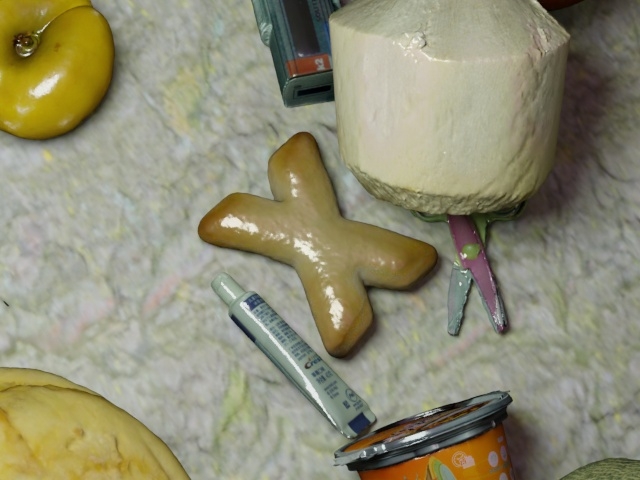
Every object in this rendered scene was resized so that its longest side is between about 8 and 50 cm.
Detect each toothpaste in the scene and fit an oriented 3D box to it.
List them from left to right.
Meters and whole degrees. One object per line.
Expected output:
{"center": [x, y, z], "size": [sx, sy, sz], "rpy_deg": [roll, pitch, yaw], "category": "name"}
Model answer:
{"center": [-0.031, 0.113, 1.614], "size": [0.216, 0.037, 0.062], "rpy_deg": [45, 36, 9], "category": "toothpaste"}

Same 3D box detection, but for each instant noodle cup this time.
{"center": [0.115, 0.232, 1.535], "size": [0.208, 0.177, 0.125], "rpy_deg": [-18, 89, -24], "category": "instant noodle cup"}

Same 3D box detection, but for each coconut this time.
{"center": [0.129, -0.165, 1.599], "size": [0.239, 0.239, 0.244], "rpy_deg": [-5, 112, -8], "category": "coconut"}

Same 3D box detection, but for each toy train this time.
{"center": [-0.053, -0.346, 1.745], "size": [0.089, 0.086, 0.409], "rpy_deg": [-12, 73, -8], "category": "toy train"}

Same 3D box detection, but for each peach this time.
{"center": [-0.296, -0.191, 1.655], "size": [0.179, 0.103, 0.179], "rpy_deg": [3, 69, -8], "category": "peach"}

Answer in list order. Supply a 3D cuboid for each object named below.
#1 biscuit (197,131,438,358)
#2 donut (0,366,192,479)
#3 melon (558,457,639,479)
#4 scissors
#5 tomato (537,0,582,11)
{"center": [-0.001, 0.000, 1.652], "size": [0.208, 0.047, 0.164], "rpy_deg": [42, 71, 10], "category": "biscuit"}
{"center": [-0.227, 0.321, 1.361], "size": [0.449, 0.198, 0.449], "rpy_deg": [30, 47, -38], "category": "donut"}
{"center": [0.272, 0.357, 1.459], "size": [0.249, 0.248, 0.329], "rpy_deg": [21, 78, 1], "category": "melon"}
{"center": [0.157, 0.009, 1.682], "size": [0.134, 0.020, 0.187], "rpy_deg": [-2, 72, -1], "category": "scissors"}
{"center": [0.217, -0.371, 1.714], "size": [0.270, 0.222, 0.270], "rpy_deg": [0, 86, 0], "category": "tomato"}
